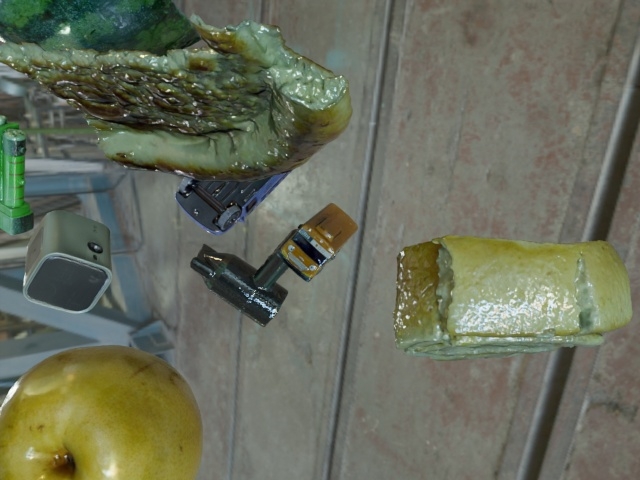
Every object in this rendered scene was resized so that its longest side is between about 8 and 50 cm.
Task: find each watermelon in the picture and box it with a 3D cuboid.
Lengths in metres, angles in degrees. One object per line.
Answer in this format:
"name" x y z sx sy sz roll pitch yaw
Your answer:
"watermelon" -0.362 -0.341 0.862 0.222 0.319 0.292 -40 79 8

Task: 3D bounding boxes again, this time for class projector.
"projector" -0.298 0.025 0.793 0.083 0.083 0.082 -50 37 24

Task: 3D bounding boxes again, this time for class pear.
"pear" -0.318 0.298 0.971 0.314 0.315 0.314 18 112 56

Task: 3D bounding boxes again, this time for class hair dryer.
"hair dryer" -0.157 0.045 1.610 0.302 0.244 0.116 -48 12 33

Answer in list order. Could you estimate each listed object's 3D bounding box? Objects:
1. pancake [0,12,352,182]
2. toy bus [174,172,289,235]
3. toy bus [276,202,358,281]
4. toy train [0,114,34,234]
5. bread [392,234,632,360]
"pancake" -0.143 -0.134 0.735 0.427 0.305 0.066 6 77 33
"toy bus" -0.145 -0.135 1.329 0.125 0.292 0.133 41 168 12
"toy bus" 0.000 0.000 1.425 0.098 0.201 0.114 43 115 3
"toy train" -0.663 -0.136 1.416 0.119 0.085 0.251 29 122 22
"bread" 0.206 0.063 0.723 0.186 0.257 0.123 66 -158 -76
